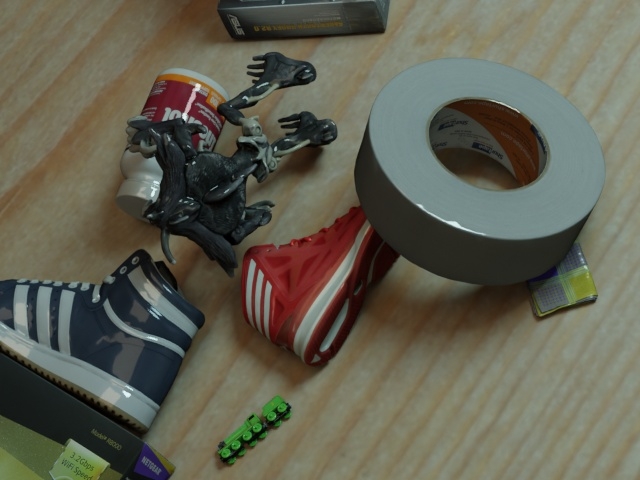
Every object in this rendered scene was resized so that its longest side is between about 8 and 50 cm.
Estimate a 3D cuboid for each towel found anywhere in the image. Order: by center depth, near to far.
[{"bbox_3d":[0.218,0.028,1.156,0.060,0.009,0.083,-17,58,10],"label":"towel"}]

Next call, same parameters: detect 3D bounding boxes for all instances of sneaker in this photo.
[{"bbox_3d":[0.000,0.000,1.200,0.128,0.087,0.221,25,71,27],"label":"sneaker"},{"bbox_3d":[-0.243,0.063,1.235,0.282,0.099,0.153,26,76,23],"label":"sneaker"}]

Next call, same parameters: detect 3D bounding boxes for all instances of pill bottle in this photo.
[{"bbox_3d":[-0.156,-0.096,1.303,0.086,0.086,0.152,10,67,23],"label":"pill bottle"}]

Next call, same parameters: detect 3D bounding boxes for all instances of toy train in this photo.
[{"bbox_3d":[-0.063,0.176,1.163,0.083,0.017,0.024,-38,48,-5],"label":"toy train"}]

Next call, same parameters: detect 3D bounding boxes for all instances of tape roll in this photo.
[{"bbox_3d":[0.144,-0.066,1.142,0.219,0.072,0.219,7,52,-9],"label":"tape roll"}]

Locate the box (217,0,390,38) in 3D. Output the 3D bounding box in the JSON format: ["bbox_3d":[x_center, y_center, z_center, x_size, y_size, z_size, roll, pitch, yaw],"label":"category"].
[{"bbox_3d":[-0.005,-0.338,1.404,0.183,0.056,0.231,0,62,17],"label":"box"}]

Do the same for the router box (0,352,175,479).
[{"bbox_3d":[-0.329,0.235,1.179,0.309,0.081,0.243,24,72,28],"label":"router box"}]

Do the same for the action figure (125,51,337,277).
[{"bbox_3d":[-0.101,-0.067,1.203,0.141,0.164,0.275,-14,23,44],"label":"action figure"}]
